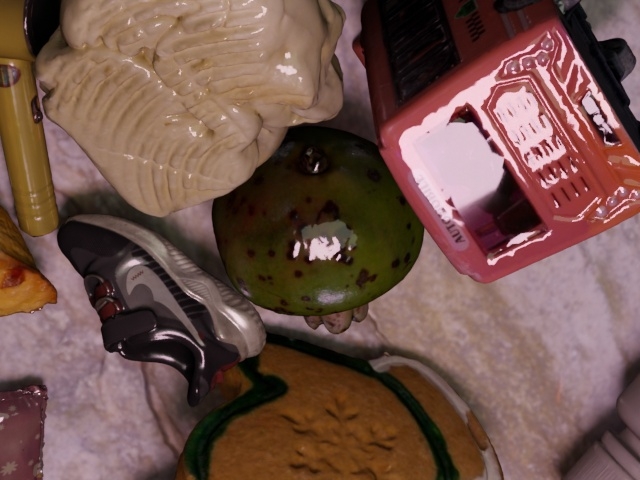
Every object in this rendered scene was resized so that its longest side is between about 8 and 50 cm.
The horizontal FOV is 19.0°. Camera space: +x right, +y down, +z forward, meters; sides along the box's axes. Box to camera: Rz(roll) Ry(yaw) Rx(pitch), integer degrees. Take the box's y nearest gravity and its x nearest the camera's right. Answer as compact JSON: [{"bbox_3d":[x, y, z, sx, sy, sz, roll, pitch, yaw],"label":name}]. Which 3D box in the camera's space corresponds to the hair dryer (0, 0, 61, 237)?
[{"bbox_3d":[-0.295,-0.131,1.778,0.135,0.090,0.278,7,123,19],"label":"hair dryer"}]

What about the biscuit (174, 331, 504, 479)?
[{"bbox_3d":[0.007,0.197,1.859,0.344,0.287,0.057,-13,145,-35],"label":"biscuit"}]

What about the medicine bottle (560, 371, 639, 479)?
[{"bbox_3d":[0.416,0.195,1.956,0.208,0.208,0.339,41,94,-19],"label":"medicine bottle"}]

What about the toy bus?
[{"bbox_3d":[0.160,-0.141,1.700,0.233,0.427,0.203,-30,110,10],"label":"toy bus"}]

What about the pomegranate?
[{"bbox_3d":[0.000,0.000,1.838,0.202,0.202,0.248,-14,137,-7],"label":"pomegranate"}]

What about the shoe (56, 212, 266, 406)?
[{"bbox_3d":[-0.164,0.067,1.825,0.227,0.099,0.112,31,62,-4],"label":"shoe"}]

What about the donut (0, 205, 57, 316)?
[{"bbox_3d":[-0.400,0.012,1.758,0.295,0.112,0.151,-12,150,-14],"label":"donut"}]

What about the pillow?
[{"bbox_3d":[-0.324,0.234,1.897,0.118,0.043,0.185,-7,116,-19],"label":"pillow"}]

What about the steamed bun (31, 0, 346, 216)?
[{"bbox_3d":[-0.109,-0.181,1.700,0.276,0.203,0.289,-2,139,19],"label":"steamed bun"}]
